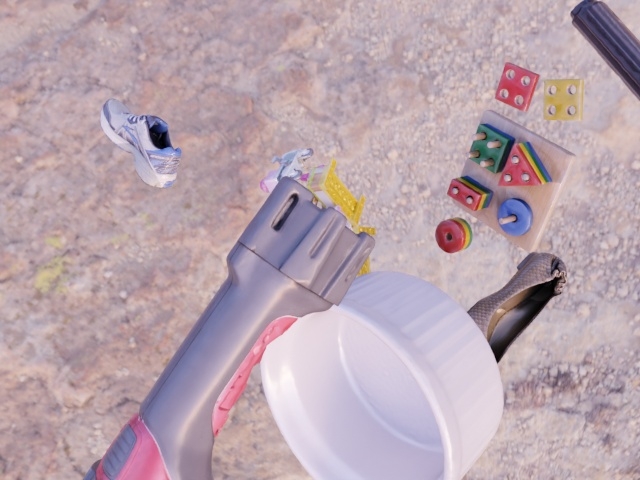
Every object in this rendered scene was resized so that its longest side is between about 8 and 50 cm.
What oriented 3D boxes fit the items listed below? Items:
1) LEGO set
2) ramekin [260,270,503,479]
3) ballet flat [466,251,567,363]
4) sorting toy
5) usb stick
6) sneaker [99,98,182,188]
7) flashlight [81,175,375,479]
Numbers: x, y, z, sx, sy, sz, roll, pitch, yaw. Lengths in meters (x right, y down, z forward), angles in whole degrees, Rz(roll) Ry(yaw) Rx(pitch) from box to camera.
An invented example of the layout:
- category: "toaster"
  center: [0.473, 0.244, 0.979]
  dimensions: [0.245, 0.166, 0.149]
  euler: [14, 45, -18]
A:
- category: "LEGO set"
  center: [0.000, 0.000, 1.040]
  dimensions: [0.107, 0.287, 0.132]
  euler: [-5, 30, 36]
- category: "ramekin"
  center: [0.071, 0.169, 0.851]
  dimensions: [0.277, 0.277, 0.135]
  euler: [37, 44, 27]
- category: "ballet flat"
  center: [0.244, 0.097, 0.947]
  dimensions: [0.058, 0.084, 0.250]
  euler: [16, 43, 42]
- category: "sorting toy"
  center: [0.223, -0.078, 0.898]
  dimensions: [0.046, 0.274, 0.132]
  euler: [-14, 41, -41]
- category: "usb stick"
  center: [0.412, -0.189, 0.914]
  dimensions: [0.278, 0.077, 0.045]
  euler: [55, 130, 16]
- category: "sneaker"
  center: [-0.198, -0.123, 0.841]
  dimensions: [0.135, 0.052, 0.058]
  euler: [47, 121, 21]
- category: "flashlight"
  center: [-0.069, 0.108, 0.559]
  dimensions: [0.103, 0.103, 0.304]
  euler: [35, 89, 7]
